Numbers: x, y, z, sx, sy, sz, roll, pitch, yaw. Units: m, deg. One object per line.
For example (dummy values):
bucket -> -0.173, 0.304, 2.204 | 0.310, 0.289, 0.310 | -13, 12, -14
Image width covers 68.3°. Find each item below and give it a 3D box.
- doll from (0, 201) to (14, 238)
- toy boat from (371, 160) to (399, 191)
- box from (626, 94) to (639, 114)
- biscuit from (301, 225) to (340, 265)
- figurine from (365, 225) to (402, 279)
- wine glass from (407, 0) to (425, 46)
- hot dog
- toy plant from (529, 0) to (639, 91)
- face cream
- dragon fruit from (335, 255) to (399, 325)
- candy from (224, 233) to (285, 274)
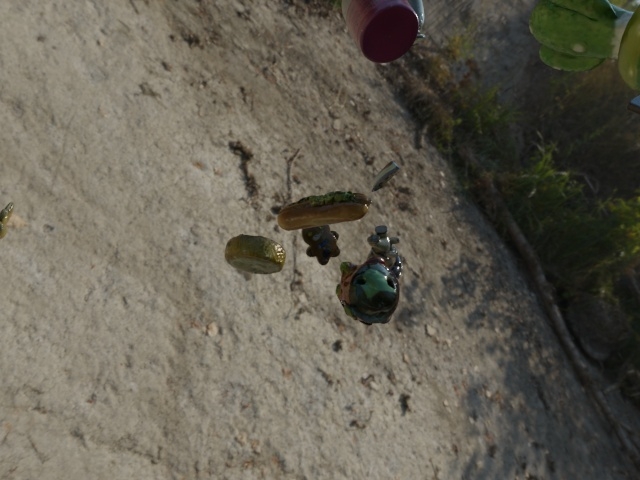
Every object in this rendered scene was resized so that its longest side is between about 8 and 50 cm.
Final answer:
doll -> -0.720, -0.040, 1.072 | 0.051, 0.061, 0.093 | 35, 39, -10
toy boat -> 0.248, -0.247, 1.821 | 0.080, 0.229, 0.046 | -25, 81, -18
box -> 1.041, -0.413, 1.470 | 0.126, 0.027, 0.125 | -27, 50, -24
biscuit -> 0.000, 0.000, 2.153 | 0.236, 0.179, 0.039 | 59, -14, -24
figurine -> 0.331, 0.088, 2.542 | 0.381, 0.203, 0.248 | 74, 26, -47
wine glass -> 0.291, -0.766, 1.586 | 0.111, 0.111, 0.205 | -24, 107, -56
hot dog -> 0.014, -0.109, 1.568 | 0.135, 0.337, 0.100 | -51, 129, -61
toy plant -> 0.549, -0.401, 0.907 | 0.315, 0.185, 0.224 | 31, -4, 43
face cream -> 0.163, -0.629, 1.333 | 0.175, 0.175, 0.195 | 17, 42, -43
dragon fruit -> 0.189, 0.194, 1.812 | 0.295, 0.130, 0.268 | 43, 74, -15
candy -> -0.269, 0.060, 1.964 | 0.259, 0.259, 0.118 | 25, 63, -38
